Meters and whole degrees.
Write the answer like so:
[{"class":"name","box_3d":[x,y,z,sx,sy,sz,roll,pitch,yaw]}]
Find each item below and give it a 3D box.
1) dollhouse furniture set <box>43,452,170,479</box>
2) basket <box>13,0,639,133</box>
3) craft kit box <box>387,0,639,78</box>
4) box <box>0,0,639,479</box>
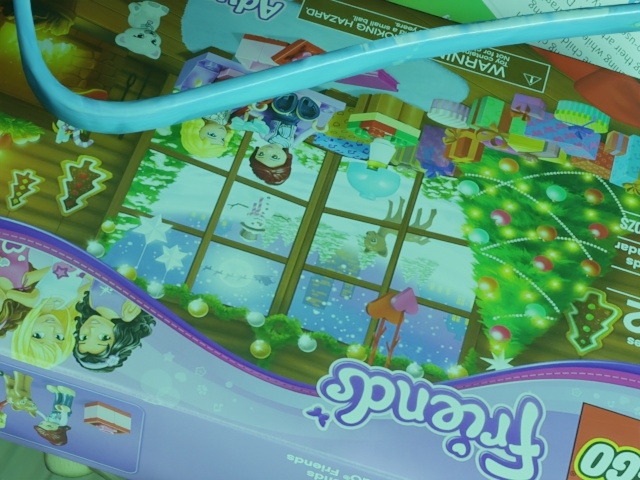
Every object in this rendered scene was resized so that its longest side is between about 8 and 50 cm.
[{"class":"dollhouse furniture set","box_3d":[-0.089,0.102,0.697,0.144,0.123,0.151,-32,140,-45]},{"class":"basket","box_3d":[-0.004,-0.193,0.640,0.255,0.201,0.289,-13,83,-13]},{"class":"craft kit box","box_3d":[0.164,-0.094,0.780,0.250,0.061,0.246,44,77,-12]},{"class":"box","box_3d":[0.000,0.000,0.640,0.293,0.057,0.201,17,52,3]}]
